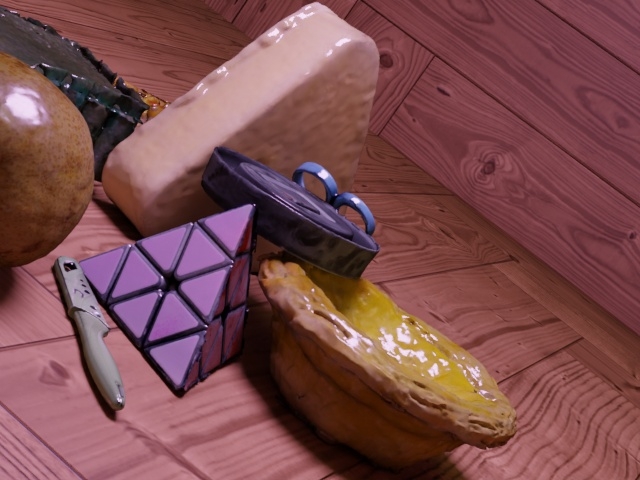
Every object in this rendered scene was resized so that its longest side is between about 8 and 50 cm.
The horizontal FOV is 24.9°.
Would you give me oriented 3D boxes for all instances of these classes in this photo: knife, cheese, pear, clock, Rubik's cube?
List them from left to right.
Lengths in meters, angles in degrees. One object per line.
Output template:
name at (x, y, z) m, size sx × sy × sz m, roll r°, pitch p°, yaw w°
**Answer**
pear at (-0.319, -0.081, 1.338) m, size 0.228 × 0.188 × 0.211 m, roll 35°, pitch 5°, yaw -4°
knife at (-0.219, 0.084, 1.390) m, size 0.043 × 0.020 × 0.293 m, roll 26°, pitch 15°, yaw -31°
Rubik's cube at (-0.162, 0.028, 1.505) m, size 0.178 × 0.190 × 0.211 m, roll 20°, pitch 6°, yaw 9°
cheese at (-0.057, -0.132, 1.851) m, size 0.104 × 0.384 × 0.384 m, roll 42°, pitch 14°, yaw 34°
clock at (-0.036, -0.031, 1.678) m, size 0.226 × 0.049 × 0.226 m, roll 30°, pitch 8°, yaw -5°

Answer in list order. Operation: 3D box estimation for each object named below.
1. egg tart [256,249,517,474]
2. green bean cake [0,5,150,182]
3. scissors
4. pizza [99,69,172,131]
egg tart at (0.055, 0.144, 1.623) m, size 0.345 × 0.132 × 0.345 m, roll 33°, pitch 13°, yaw -8°
green bean cake at (-0.367, -0.193, 1.768) m, size 0.255 × 0.132 × 0.241 m, roll 18°, pitch 21°, yaw -48°
scissors at (0.000, 0.000, 1.870) m, size 0.125 × 0.030 × 0.256 m, roll 40°, pitch -30°, yaw 13°
pizza at (-0.293, -0.190, 2.089) m, size 0.251 × 0.074 × 0.288 m, roll 29°, pitch 12°, yaw -16°
